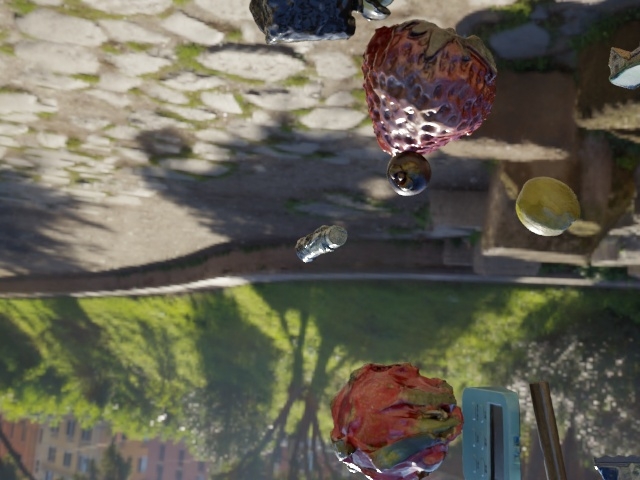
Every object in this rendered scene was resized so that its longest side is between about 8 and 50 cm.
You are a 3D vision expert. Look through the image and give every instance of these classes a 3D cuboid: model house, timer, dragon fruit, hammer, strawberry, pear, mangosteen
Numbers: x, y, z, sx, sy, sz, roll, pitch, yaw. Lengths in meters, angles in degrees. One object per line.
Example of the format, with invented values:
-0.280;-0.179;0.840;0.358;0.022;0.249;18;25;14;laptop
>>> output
0.801;-0.462;1.907;0.088;0.100;0.101;10;158;-20;model house
0.382;0.444;1.646;0.091;0.231;0.250;1;172;0;timer
0.147;0.354;1.439;0.237;0.231;0.303;30;143;-25;dragon fruit
0.417;0.429;1.291;0.111;0.365;0.043;-18;168;41;hammer
0.181;-0.253;1.401;0.265;0.149;0.336;24;149;3;strawberry
0.592;-0.086;1.933;0.162;0.149;0.149;43;-169;28;pear
0.155;-0.116;1.312;0.081;0.081;0.081;4;172;1;mangosteen

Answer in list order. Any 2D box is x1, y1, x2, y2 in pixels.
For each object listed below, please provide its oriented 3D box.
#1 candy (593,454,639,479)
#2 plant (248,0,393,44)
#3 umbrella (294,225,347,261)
0.474;0.369;0.981;0.187;0.077;0.331;1;-163;11;candy
0.008;-0.461;1.335;0.276;0.188;0.199;-20;135;-16;plant
0.000;0.000;1.215;0.046;0.050;0.188;23;166;-11;umbrella
